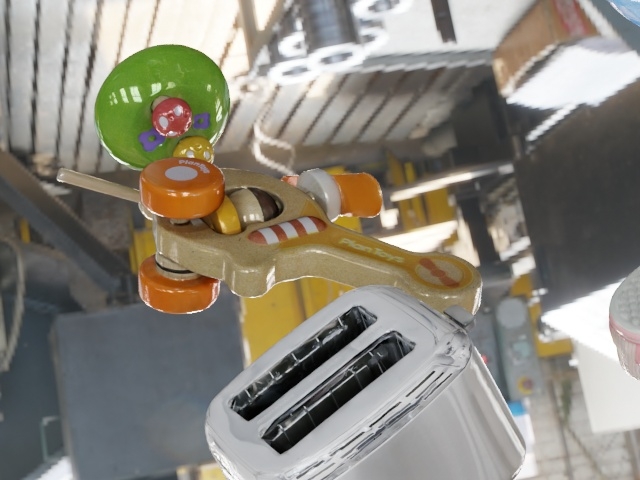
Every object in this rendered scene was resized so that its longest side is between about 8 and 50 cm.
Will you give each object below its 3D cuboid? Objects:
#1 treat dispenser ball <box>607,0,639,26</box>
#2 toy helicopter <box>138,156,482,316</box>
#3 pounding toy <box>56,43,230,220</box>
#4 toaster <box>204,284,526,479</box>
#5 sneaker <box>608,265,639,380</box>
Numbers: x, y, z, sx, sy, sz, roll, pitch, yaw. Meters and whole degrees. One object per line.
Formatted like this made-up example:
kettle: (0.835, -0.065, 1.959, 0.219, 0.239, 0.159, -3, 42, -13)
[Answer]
treat dispenser ball: (0.397, -0.340, 1.077, 0.288, 0.288, 0.288, -10, 167, -2)
toy helicopter: (0.000, 0.000, 1.098, 0.355, 0.140, 0.235, 18, -149, 22)
pounding toy: (-0.200, -0.124, 1.384, 0.183, 0.110, 0.237, 20, 112, -39)
toaster: (0.022, 0.136, 0.718, 0.227, 0.146, 0.129, -36, -143, -16)
sneaker: (0.208, 0.026, 0.581, 0.134, 0.051, 0.070, -35, 138, -15)
